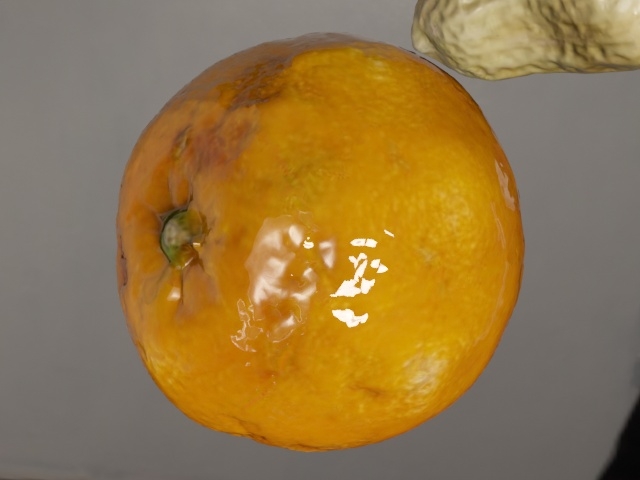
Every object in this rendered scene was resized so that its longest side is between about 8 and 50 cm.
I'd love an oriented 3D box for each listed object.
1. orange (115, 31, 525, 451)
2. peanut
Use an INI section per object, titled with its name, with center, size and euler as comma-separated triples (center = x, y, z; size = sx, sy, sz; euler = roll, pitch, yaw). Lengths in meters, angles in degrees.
[orange]
center = 0.000, 0.000, 0.579
size = 0.261, 0.261, 0.261
euler = 6, 90, -88
[peanut]
center = 0.234, -0.238, 0.930
size = 0.159, 0.291, 0.143
euler = -37, 118, -37
